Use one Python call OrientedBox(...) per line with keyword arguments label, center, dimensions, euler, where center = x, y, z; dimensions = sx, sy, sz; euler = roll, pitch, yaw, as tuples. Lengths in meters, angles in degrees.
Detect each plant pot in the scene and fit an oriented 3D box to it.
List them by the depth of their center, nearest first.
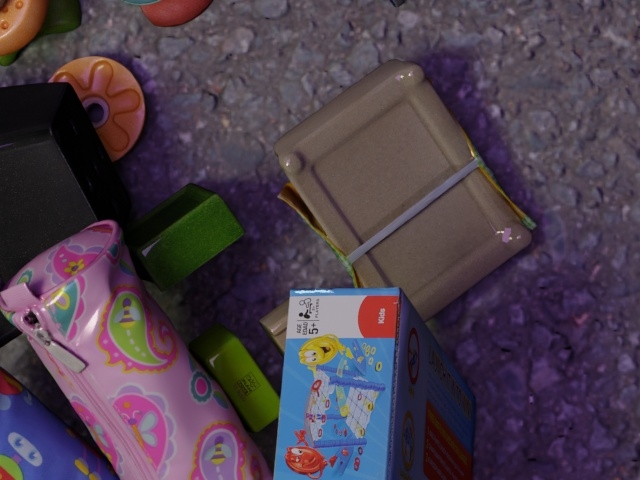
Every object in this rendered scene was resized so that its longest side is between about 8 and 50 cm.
OrientedBox(label="plant pot", center=(-0.264, -0.030, 1.560), dimensions=(0.167, 0.187, 0.188), euler=(-21, 111, 9))

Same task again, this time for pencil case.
OrientedBox(label="pencil case", center=(-0.146, 0.124, 1.475), dimensions=(0.124, 0.124, 0.284), euler=(-28, 109, 9))
OrientedBox(label="pencil case", center=(-0.235, 0.215, 1.521), dimensions=(0.306, 0.119, 0.133), euler=(47, 72, -29))

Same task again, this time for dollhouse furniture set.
OrientedBox(label="dollhouse furniture set", center=(0.000, 0.000, 1.596), dimensions=(0.301, 0.151, 0.198), euler=(-36, 100, -10))

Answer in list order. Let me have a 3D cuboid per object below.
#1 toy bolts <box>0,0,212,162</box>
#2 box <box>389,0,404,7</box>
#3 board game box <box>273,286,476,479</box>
OrientedBox(label="toy bolts", center=(-0.204, -0.193, 1.604), dimensions=(0.228, 0.158, 0.218), euler=(-31, 80, 9))
OrientedBox(label="box", center=(0.065, -0.298, 1.598), dimensions=(0.126, 0.072, 0.137), euler=(-41, 78, 6))
OrientedBox(label="board game box", center=(0.044, 0.225, 1.409), dimensions=(0.086, 0.308, 0.302), euler=(-1, 69, 15))
